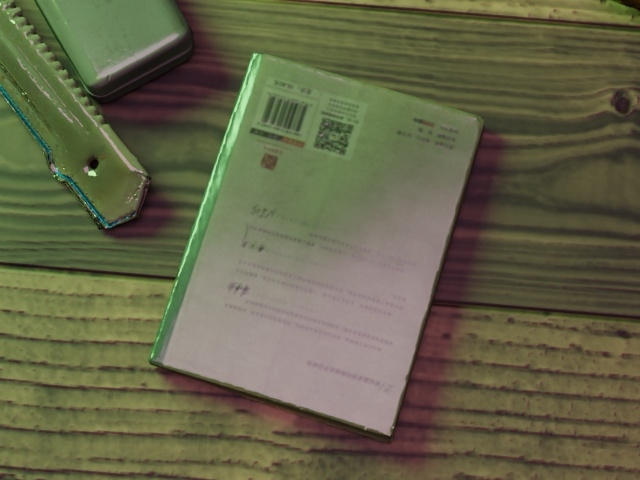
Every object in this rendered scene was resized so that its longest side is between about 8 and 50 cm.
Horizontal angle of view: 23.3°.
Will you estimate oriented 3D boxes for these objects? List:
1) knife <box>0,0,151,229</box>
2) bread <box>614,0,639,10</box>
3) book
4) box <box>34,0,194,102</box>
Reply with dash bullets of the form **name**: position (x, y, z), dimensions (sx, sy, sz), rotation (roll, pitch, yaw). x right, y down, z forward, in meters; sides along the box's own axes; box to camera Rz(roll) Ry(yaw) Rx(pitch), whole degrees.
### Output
- **knife**: position (-0.267, -0.157, 1.305), dimensions (0.089, 0.043, 0.365), rotation (-44, 82, 26)
- **bread**: position (0.338, -0.223, 1.272), dimensions (0.172, 0.103, 0.132), rotation (27, 96, 7)
- **book**: position (0.000, 0.000, 1.273), dimensions (0.215, 0.025, 0.282), rotation (18, 78, 6)
- **box**: position (-0.205, -0.241, 1.311), dimensions (0.103, 0.055, 0.243), rotation (-29, 79, -5)
